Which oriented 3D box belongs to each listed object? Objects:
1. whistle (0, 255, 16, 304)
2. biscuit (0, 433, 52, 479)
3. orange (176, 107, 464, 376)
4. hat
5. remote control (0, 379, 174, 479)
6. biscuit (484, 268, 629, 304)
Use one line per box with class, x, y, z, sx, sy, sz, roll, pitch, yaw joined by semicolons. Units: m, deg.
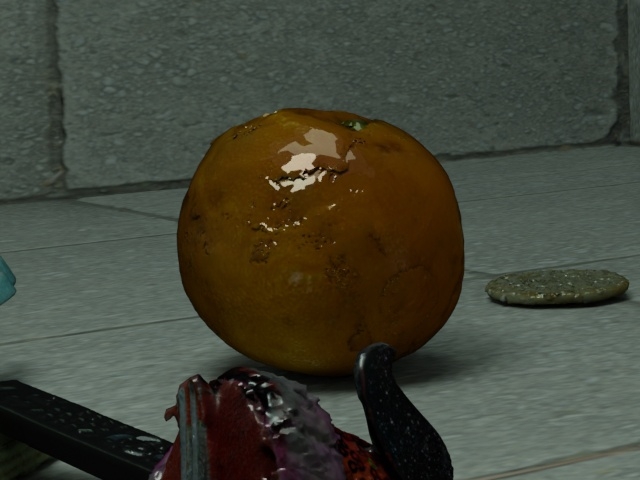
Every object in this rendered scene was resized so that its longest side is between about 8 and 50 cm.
whistle;-0.322;0.084;1.299;0.186;0.093;0.274;-32;13;-14
biscuit;-0.253;0.141;1.015;0.121;0.041;0.199;-1;5;14
orange;0.000;0.000;1.311;0.240;0.240;0.240;-3;7;0
hat;0.025;0.141;0.767;0.227;0.129;0.140;12;41;-29
remote control;-0.130;0.126;0.972;0.245;0.025;0.063;16;12;37
biscuit;0.243;0.048;1.630;0.152;0.020;0.152;-3;9;0
